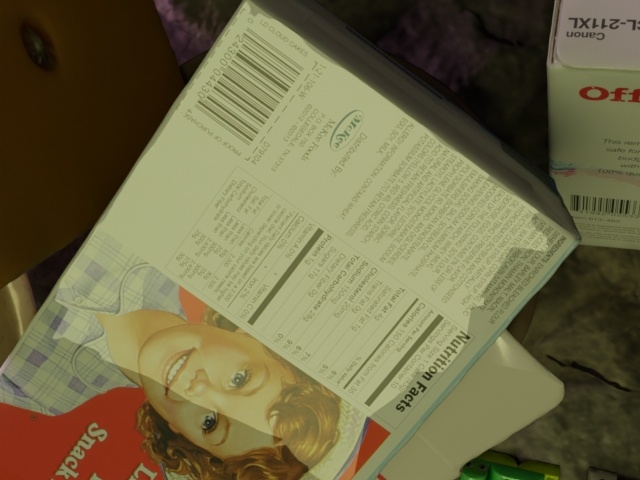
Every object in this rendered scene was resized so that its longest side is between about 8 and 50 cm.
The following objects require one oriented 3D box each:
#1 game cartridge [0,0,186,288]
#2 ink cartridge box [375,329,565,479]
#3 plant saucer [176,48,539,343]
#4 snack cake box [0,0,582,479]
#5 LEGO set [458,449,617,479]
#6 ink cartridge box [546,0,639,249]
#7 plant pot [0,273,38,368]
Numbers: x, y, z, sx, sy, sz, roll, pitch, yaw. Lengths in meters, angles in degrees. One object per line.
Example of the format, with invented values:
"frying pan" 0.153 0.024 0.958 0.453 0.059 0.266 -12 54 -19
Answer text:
"game cartridge" -0.172 -0.150 0.434 0.052 0.285 0.324 -18 102 19
"ink cartridge box" -0.045 0.078 0.595 0.207 0.119 0.353 46 123 -8
"plant saucer" 0.000 0.000 0.631 0.277 0.041 0.278 9 121 15
"snack cake box" -0.035 0.042 0.431 0.152 0.089 0.264 36 108 -7
"LEGO set" 0.112 0.199 0.672 0.227 0.093 0.087 10 121 13
"ink cartridge box" 0.174 -0.059 0.465 0.127 0.072 0.175 6 157 16
"plant pot" -0.357 0.062 0.576 0.334 0.333 0.305 61 159 -18
